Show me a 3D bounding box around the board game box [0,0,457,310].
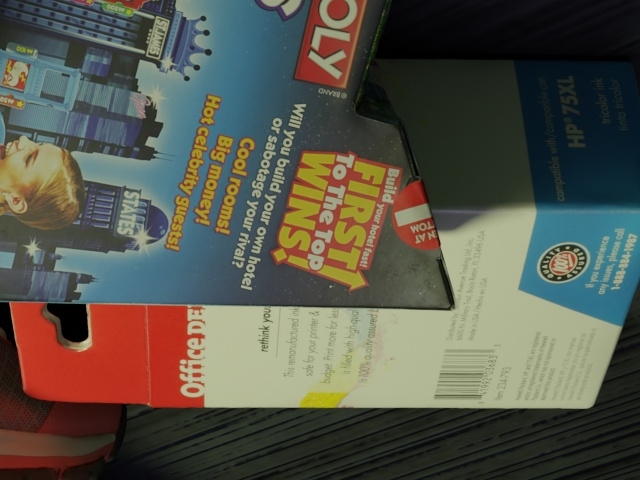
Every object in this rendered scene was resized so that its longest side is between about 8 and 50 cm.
[{"bbox_3d":[-0.038,-0.055,0.513,0.194,0.060,0.194,15,106,-9],"label":"board game box"}]

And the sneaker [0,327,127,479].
[{"bbox_3d":[-0.190,0.034,0.646,0.116,0.136,0.314,-9,168,36],"label":"sneaker"}]

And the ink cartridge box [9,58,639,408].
[{"bbox_3d":[0.000,0.000,0.636,0.231,0.078,0.134,1,142,-4],"label":"ink cartridge box"}]
